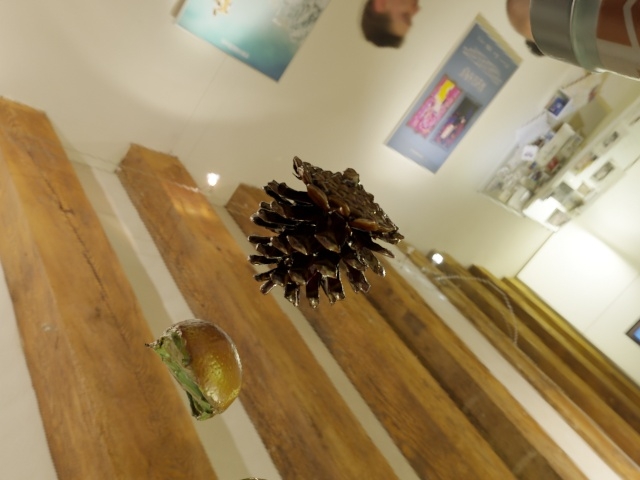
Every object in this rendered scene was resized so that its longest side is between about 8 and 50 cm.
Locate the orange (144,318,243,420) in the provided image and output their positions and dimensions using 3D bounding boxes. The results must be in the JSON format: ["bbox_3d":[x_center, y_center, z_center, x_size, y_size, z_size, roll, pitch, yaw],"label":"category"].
[{"bbox_3d":[-0.319,0.340,1.579,0.196,0.334,0.263,-17,-109,-35],"label":"orange"}]

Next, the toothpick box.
[{"bbox_3d":[0.215,-0.138,0.347,0.101,0.101,0.153,20,-165,-42],"label":"toothpick box"}]

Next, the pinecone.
[{"bbox_3d":[-0.007,-0.005,0.998,0.264,0.264,0.264,32,-162,-12],"label":"pinecone"}]

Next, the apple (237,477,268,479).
[{"bbox_3d":[-0.130,0.558,1.090,0.226,0.246,0.246,62,-158,8],"label":"apple"}]
